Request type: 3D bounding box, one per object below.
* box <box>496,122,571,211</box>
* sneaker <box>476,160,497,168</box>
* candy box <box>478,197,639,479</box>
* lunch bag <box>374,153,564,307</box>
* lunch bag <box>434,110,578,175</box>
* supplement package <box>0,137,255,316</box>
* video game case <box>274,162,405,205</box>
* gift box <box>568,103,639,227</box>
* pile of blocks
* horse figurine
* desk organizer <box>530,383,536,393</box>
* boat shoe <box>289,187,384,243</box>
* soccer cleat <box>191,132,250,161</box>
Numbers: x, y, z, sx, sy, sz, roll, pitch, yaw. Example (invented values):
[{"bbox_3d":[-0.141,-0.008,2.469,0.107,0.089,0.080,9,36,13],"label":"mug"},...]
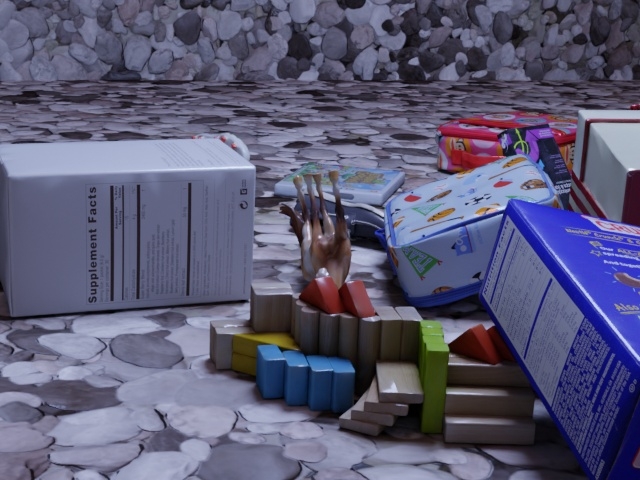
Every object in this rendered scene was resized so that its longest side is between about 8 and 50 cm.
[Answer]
[{"bbox_3d":[0.373,-0.117,1.881,0.116,0.162,0.029,-12,-13,-41],"label":"box"},{"bbox_3d":[0.321,-0.098,1.953,0.229,0.086,0.132,4,7,-36],"label":"sneaker"},{"bbox_3d":[0.314,0.097,0.973,0.268,0.122,0.317,11,24,-15],"label":"candy box"},{"bbox_3d":[0.195,-0.015,1.474,0.243,0.115,0.303,-20,12,7],"label":"lunch bag"},{"bbox_3d":[0.373,-0.175,2.163,0.293,0.120,0.258,12,20,42],"label":"lunch bag"},{"bbox_3d":[-0.246,-0.023,1.378,0.293,0.175,0.177,-3,18,-20],"label":"supplement package"},{"bbox_3d":[0.039,-0.104,2.012,0.193,0.023,0.212,7,16,14],"label":"video game case"},{"bbox_3d":[0.454,-0.019,1.370,0.276,0.255,0.258,4,23,-4],"label":"gift box"},{"bbox_3d":[0.040,0.103,1.087,0.362,0.112,0.149,9,16,23],"label":"pile of blocks"},{"bbox_3d":[0.000,0.000,1.422,0.066,0.174,0.263,-9,4,-9],"label":"horse figurine"},{"bbox_3d":[0.270,0.132,1.132,0.130,0.050,0.047,7,16,16],"label":"desk organizer"},{"bbox_3d":[0.040,-0.019,1.673,0.206,0.075,0.065,21,66,36],"label":"boat shoe"},{"bbox_3d":[-0.182,-0.181,2.183,0.076,0.068,0.196,-4,14,-34],"label":"soccer cleat"}]
